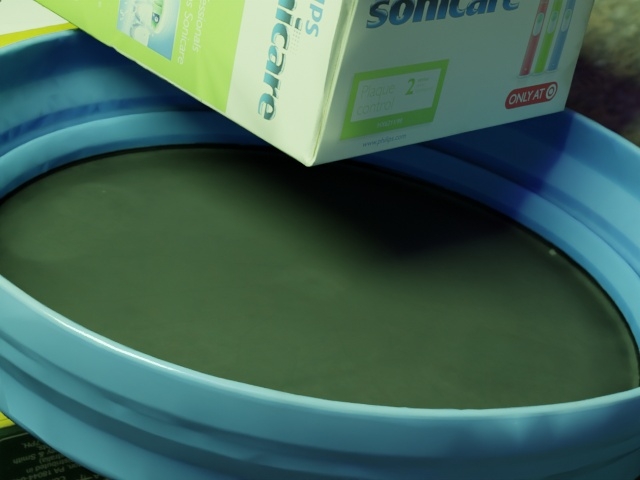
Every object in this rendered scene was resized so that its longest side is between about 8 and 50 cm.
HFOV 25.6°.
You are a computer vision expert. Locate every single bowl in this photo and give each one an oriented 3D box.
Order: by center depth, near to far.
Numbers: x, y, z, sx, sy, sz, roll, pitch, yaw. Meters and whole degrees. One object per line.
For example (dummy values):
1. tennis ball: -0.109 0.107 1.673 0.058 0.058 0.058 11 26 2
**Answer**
1. bowl: 0.000 0.000 0.674 0.391 0.077 0.391 9 27 -4

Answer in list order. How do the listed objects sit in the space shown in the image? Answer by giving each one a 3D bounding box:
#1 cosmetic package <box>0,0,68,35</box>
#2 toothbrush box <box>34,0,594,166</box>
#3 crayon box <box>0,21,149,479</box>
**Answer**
1. cosmetic package: -0.155 -0.155 0.970 0.239 0.060 0.099 -1 52 15
2. toothbrush box: -0.020 -0.163 0.760 0.283 0.122 0.206 31 31 35
3. crayon box: -0.184 0.007 0.797 0.202 0.081 0.318 -12 47 -19
